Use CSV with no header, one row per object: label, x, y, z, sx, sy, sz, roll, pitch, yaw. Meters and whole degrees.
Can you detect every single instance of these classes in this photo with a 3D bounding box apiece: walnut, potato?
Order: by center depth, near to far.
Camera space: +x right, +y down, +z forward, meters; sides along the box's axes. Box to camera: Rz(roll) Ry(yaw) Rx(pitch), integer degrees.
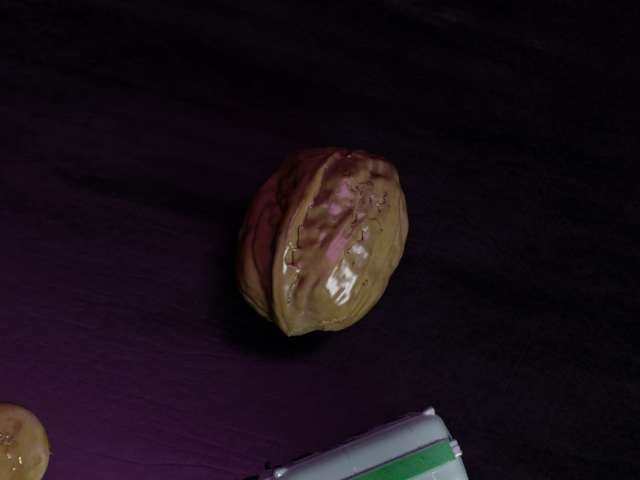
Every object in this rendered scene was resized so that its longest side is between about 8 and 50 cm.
potato,-0.378,0.235,1.650,0.178,0.109,0.118,-13,54,-28
walnut,0.000,0.000,1.817,0.198,0.198,0.245,23,72,-10

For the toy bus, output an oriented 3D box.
toy bus,0.025,0.291,1.735,0.276,0.165,0.133,-19,78,-24
